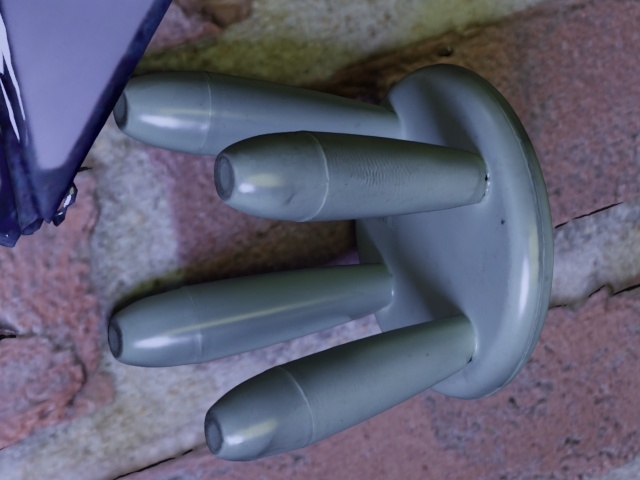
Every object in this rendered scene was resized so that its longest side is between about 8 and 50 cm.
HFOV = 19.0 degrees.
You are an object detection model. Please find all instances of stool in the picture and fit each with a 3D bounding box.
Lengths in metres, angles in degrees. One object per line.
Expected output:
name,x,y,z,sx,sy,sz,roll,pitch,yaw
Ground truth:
stool,0.000,0.000,1.071,0.199,0.195,0.195,-4,110,-26

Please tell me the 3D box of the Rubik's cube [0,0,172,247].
Rubik's cube,-0.226,-0.212,0.749,0.305,0.307,0.310,19,102,-47
